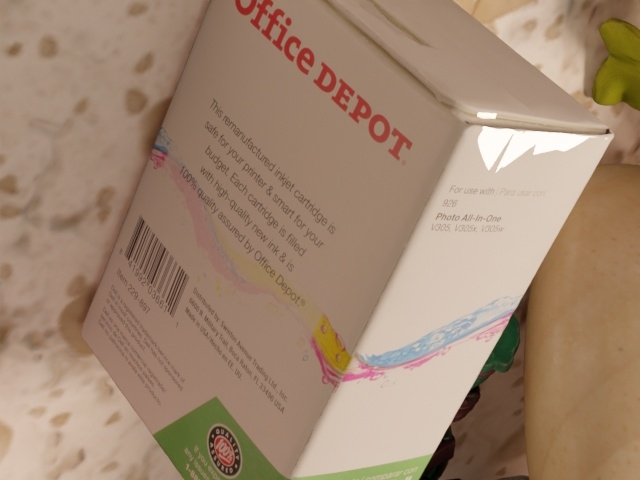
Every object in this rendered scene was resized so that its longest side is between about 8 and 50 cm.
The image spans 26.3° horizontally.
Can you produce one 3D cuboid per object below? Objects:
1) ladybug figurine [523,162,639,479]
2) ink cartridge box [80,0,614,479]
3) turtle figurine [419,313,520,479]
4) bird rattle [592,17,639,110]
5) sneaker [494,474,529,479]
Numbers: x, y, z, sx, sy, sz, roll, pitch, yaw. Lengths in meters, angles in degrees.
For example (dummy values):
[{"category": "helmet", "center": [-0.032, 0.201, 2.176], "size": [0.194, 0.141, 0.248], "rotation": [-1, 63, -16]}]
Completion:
[{"category": "ladybug figurine", "center": [0.230, 0.139, 0.794], "size": [0.162, 0.305, 0.449], "rotation": [-2, 145, 20]}, {"category": "ink cartridge box", "center": [0.000, 0.000, 0.571], "size": [0.093, 0.154, 0.212], "rotation": [-2, 126, -40]}, {"category": "turtle figurine", "center": [0.026, 0.120, 0.748], "size": [0.175, 0.118, 0.234], "rotation": [12, 125, 0]}, {"category": "bird rattle", "center": [0.202, -0.162, 0.663], "size": [0.207, 0.143, 0.253], "rotation": [-41, 131, -22]}, {"category": "sneaker", "center": [0.061, 0.312, 0.943], "size": [0.316, 0.127, 0.182], "rotation": [-27, 137, -22]}]
